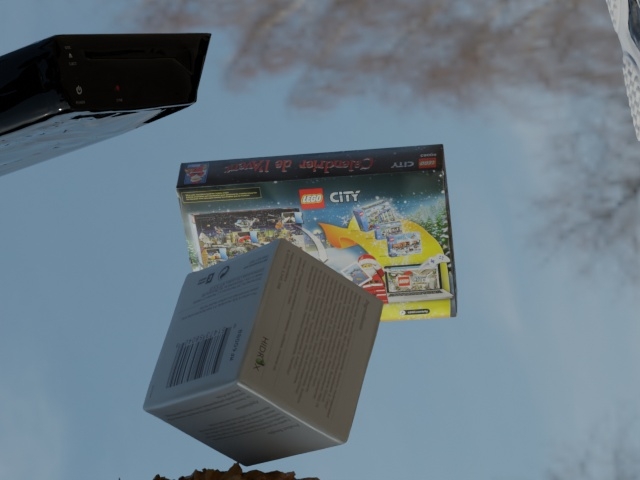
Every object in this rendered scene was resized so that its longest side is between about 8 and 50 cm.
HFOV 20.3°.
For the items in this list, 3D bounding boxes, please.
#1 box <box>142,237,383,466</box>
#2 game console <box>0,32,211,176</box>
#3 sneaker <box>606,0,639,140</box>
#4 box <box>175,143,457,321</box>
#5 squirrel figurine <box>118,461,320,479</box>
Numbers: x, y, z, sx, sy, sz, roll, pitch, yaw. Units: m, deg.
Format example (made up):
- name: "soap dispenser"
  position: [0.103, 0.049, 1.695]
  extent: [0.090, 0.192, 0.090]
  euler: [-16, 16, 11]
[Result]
- name: "box"
  position: [-0.033, 0.069, 1.070]
  extent: [0.087, 0.101, 0.102]
  euler: [34, -123, -27]
- name: "game console"
  position: [-0.225, -0.050, 0.821]
  extent: [0.361, 0.213, 0.044]
  euler: [-11, -94, -56]
- name: "sneaker"
  position: [0.304, -0.155, 1.171]
  extent: [0.137, 0.210, 0.365]
  euler: [-155, 53, -86]
- name: "box"
  position: [0.000, 0.000, 1.582]
  extent: [0.044, 0.233, 0.159]
  euler: [-84, -11, -56]
- name: "squirrel figurine"
  position: [-0.145, 0.249, 1.060]
  extent: [0.397, 0.281, 0.370]
  euler: [-40, -20, -34]
